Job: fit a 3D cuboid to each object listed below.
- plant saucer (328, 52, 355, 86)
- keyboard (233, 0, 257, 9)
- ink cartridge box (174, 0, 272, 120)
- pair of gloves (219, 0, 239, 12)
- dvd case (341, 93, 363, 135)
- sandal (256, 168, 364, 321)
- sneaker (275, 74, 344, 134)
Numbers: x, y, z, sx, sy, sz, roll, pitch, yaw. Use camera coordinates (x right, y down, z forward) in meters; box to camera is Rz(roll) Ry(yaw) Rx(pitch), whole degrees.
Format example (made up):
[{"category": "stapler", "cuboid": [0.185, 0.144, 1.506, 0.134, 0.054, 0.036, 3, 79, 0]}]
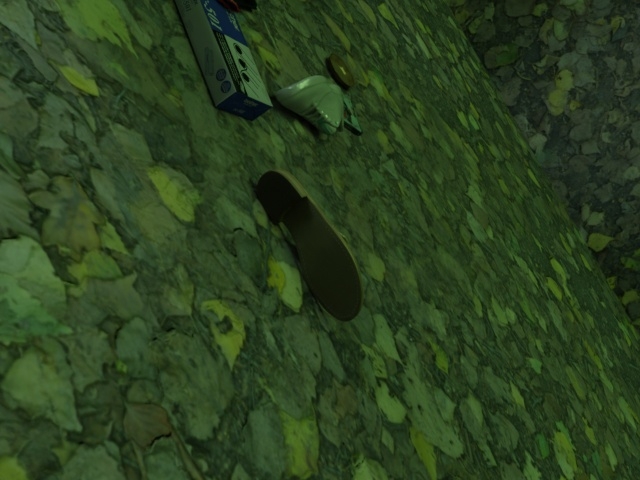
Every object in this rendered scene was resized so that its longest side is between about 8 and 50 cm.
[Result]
[{"category": "plant saucer", "cuboid": [0.041, -0.350, 1.740, 0.083, 0.015, 0.083, 42, 30, -31]}, {"category": "keyboard", "cuboid": [-0.177, -0.457, 1.455, 0.180, 0.023, 0.108, -14, 80, -65]}, {"category": "ink cartridge box", "cuboid": [-0.150, -0.290, 1.285, 0.097, 0.046, 0.207, 11, 52, -59]}, {"category": "pair of gloves", "cuboid": [-0.197, -0.444, 1.306, 0.198, 0.023, 0.159, 28, 32, -48]}, {"category": "dvd case", "cuboid": [0.036, -0.260, 1.633, 0.119, 0.013, 0.087, 27, 39, -50]}, {"category": "sandal", "cuboid": [0.005, -0.003, 1.198, 0.240, 0.088, 0.079, 57, 30, 7]}, {"category": "sneaker", "cuboid": [-0.003, -0.228, 1.462, 0.212, 0.080, 0.094, -10, 82, -65]}]
